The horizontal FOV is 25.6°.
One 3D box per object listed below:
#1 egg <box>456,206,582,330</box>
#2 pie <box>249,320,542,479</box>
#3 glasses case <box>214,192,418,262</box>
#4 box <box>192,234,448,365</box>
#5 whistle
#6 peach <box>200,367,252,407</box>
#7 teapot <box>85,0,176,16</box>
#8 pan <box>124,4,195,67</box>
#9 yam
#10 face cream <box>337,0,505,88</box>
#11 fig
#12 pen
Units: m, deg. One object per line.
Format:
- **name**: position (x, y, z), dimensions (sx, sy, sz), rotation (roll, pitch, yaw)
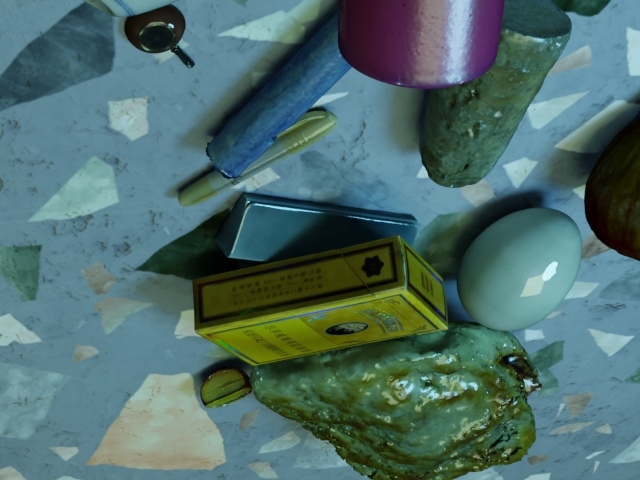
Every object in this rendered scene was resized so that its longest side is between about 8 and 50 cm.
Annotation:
- **egg**: position (0.283, 0.039, 1.984), dimensions (0.151, 0.151, 0.209), rotation (16, 132, -36)
- **pie**: position (0.122, 0.236, 2.131), dimensions (0.395, 0.180, 0.418), rotation (-22, 144, 35)
- **glasses case**: position (0.000, 0.000, 1.906), dimensions (0.266, 0.056, 0.105), rotation (7, 139, -28)
- **box**: position (0.002, 0.087, 1.919), dimensions (0.302, 0.084, 0.193), rotation (-13, 158, 19)
- **whistle**: position (-0.022, -0.185, 1.647), dimensions (0.062, 0.062, 0.304), rotation (20, 131, -39)
- **peach**: position (-0.144, 0.221, 2.145), dimensions (0.077, 0.050, 0.083), rotation (-6, 162, -27)
- **teapot**: position (-0.163, -0.353, 1.242), dimensions (0.424, 0.252, 0.280), rotation (34, 89, -21)
- **pan**: position (-0.171, -0.220, 1.574), dimensions (0.068, 0.023, 0.115), rotation (-28, 142, 14)
- **yam**: position (0.197, -0.177, 1.690), dimensions (0.133, 0.133, 0.330), rotation (-5, 147, -15)
- **face cream**: position (0.107, -0.280, 1.448), dimensions (0.175, 0.175, 0.194), rotation (-7, 127, -12)
- **fig**: position (0.466, -0.113, 1.882), dimensions (0.191, 0.191, 0.290), rotation (10, 101, -31)
- **pen**: position (-0.083, -0.103, 1.760), dimensions (0.233, 0.032, 0.040), rotation (-27, 120, 16)
